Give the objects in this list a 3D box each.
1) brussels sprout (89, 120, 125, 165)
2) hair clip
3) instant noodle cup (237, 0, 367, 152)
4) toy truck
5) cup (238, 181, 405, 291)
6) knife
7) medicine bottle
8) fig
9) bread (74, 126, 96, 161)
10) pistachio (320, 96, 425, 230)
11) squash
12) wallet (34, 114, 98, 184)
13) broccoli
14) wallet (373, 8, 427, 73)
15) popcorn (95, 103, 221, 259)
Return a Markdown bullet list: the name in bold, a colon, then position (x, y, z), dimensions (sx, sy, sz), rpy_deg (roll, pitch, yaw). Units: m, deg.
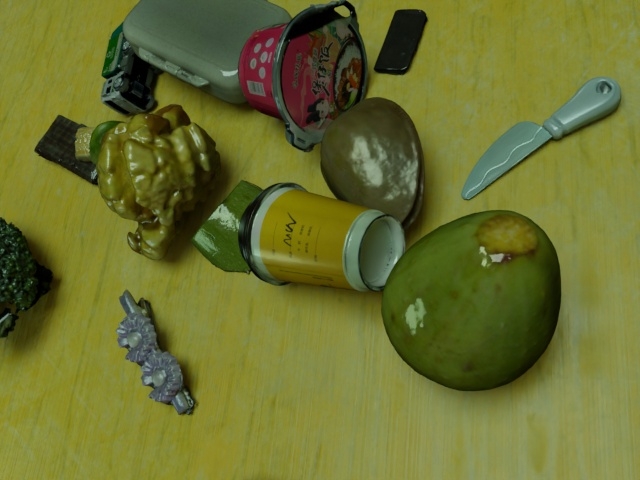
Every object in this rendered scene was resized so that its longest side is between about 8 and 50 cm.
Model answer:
- **brussels sprout**: position (-0.465, -0.212, 1.432), dimensions (0.155, 0.155, 0.117), rpy_deg (-18, 65, 15)
- **hair clip**: position (-0.337, 0.229, 1.248), dimensions (0.106, 0.084, 0.292), rpy_deg (-46, 63, 21)
- **instant noodle cup**: position (-0.053, -0.344, 1.269), dimensions (0.181, 0.258, 0.302), rpy_deg (20, 79, 42)
- **toy truck**: position (-0.473, -0.438, 1.546), dimensions (0.124, 0.114, 0.253), rpy_deg (-8, 66, 34)
- **cup**: position (0.000, 0.000, 1.099), dimensions (0.280, 0.196, 0.196), rpy_deg (10, 73, 40)
- **knife**: position (0.389, -0.191, 1.131), dimensions (0.331, 0.044, 0.080), rpy_deg (-33, 61, 11)
- **medicine bottle**: position (-0.255, -0.475, 1.426), dimensions (0.375, 0.123, 0.282), rpy_deg (29, 73, 20)
- **fig**: position (0.234, 0.084, 0.927), dimensions (0.258, 0.326, 0.258), rpy_deg (5, 60, -8)
- **bread**: position (-0.559, -0.234, 1.500), dimensions (0.070, 0.035, 0.083), rpy_deg (-2, 76, 14)
- **pistachio**: position (0.108, -0.138, 1.154), dimensions (0.260, 0.163, 0.213), rpy_deg (55, 129, 27)
- **squash**: position (-0.177, -0.032, 1.272), dimensions (0.184, 0.085, 0.192), rpy_deg (37, 88, 31)
- **wallet**: position (-0.611, -0.231, 1.555), dimensions (0.230, 0.042, 0.124), rpy_deg (25, 78, 26)
- **broccoli**: position (-0.784, 0.081, 1.384), dimensions (0.338, 0.277, 0.317), rpy_deg (0, 89, 32)
- **wallet**: position (0.172, -0.426, 1.321), dimensions (0.082, 0.018, 0.156), rpy_deg (12, 75, 27)
- **popcorn**: position (-0.339, -0.125, 1.284), dimensions (0.225, 0.265, 0.332), rpy_deg (11, 93, 21)
